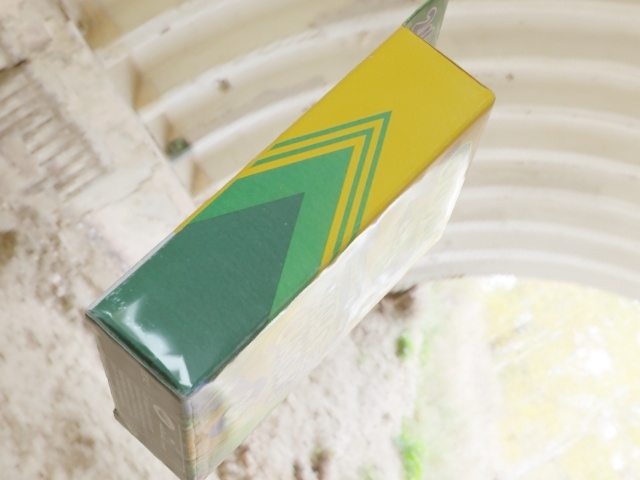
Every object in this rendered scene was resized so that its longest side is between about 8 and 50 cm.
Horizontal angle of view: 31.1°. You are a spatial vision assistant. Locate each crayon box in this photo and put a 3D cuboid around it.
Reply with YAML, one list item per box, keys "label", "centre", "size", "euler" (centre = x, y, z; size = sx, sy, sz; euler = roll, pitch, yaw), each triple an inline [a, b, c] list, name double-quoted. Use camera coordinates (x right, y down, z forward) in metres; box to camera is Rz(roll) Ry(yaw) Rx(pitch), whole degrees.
- label: "crayon box"
  centre: [0.000, 0.000, 0.757]
  size: [0.083, 0.323, 0.203]
  euler: [40, -22, 14]
